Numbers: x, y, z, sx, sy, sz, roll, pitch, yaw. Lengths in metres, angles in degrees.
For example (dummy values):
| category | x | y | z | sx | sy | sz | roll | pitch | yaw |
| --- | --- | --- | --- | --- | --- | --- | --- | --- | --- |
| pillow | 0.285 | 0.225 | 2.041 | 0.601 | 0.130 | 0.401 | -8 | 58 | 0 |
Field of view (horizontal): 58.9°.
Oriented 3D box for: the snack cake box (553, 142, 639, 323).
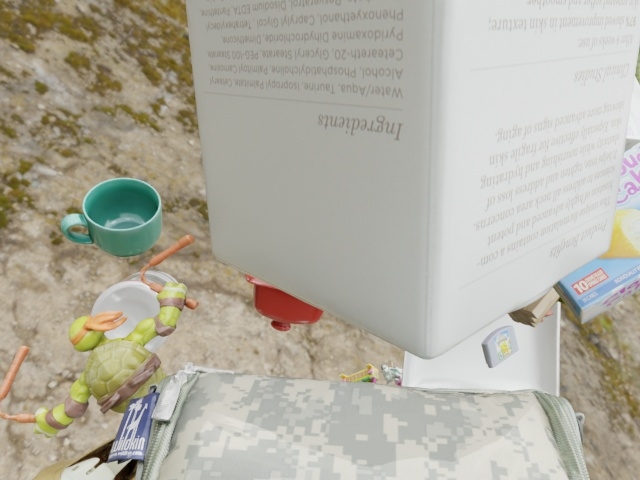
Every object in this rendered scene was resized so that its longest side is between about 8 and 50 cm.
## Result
| category | x | y | z | sx | sy | sz | roll | pitch | yaw |
| --- | --- | --- | --- | --- | --- | --- | --- | --- | --- |
| snack cake box | 0.416 | -0.026 | 0.754 | 0.152 | 0.264 | 0.089 | 61 | 10 | 30 |

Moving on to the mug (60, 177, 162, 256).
| category | x | y | z | sx | sy | sz | roll | pitch | yaw |
| --- | --- | --- | --- | --- | --- | --- | --- | --- | --- |
| mug | -0.365 | -0.036 | 1.019 | 0.158 | 0.097 | 0.129 | 9 | 49 | -4 |

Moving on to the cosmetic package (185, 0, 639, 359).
| category | x | y | z | sx | sy | sz | roll | pitch | yaw |
| --- | --- | --- | --- | --- | --- | --- | --- | --- | --- |
| cosmetic package | 0.090 | -0.161 | 0.574 | 0.329 | 0.393 | 0.327 | -18 | 26 | -39 |

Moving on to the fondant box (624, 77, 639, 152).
| category | x | y | z | sx | sy | sz | roll | pitch | yaw |
| --- | --- | --- | --- | --- | --- | --- | --- | --- | --- |
| fondant box | 0.556 | -0.293 | 1.255 | 0.330 | 0.096 | 0.238 | 4 | 58 | -13 |

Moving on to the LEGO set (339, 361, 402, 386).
| category | x | y | z | sx | sy | sz | roll | pitch | yaw |
| --- | --- | --- | --- | --- | --- | --- | --- | --- | --- |
| LEGO set | 0.098 | 0.426 | 1.498 | 0.132 | 0.287 | 0.107 | 19 | 44 | -27 |

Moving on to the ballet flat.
| category | x | y | z | sx | sy | sz | roll | pitch | yaw |
| --- | --- | --- | --- | --- | --- | --- | --- | --- | --- |
| ballet flat | -0.247 | 0.258 | 0.624 | 0.080 | 0.073 | 0.232 | 52 | 4 | 2 |

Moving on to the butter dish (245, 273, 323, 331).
| category | x | y | z | sx | sy | sz | roll | pitch | yaw |
| --- | --- | --- | --- | --- | --- | --- | --- | --- | --- |
| butter dish | -0.056 | 0.097 | 0.957 | 0.160 | 0.118 | 0.160 | 10 | 14 | -11 |

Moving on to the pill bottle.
| category | x | y | z | sx | sy | sz | roll | pitch | yaw |
| --- | --- | --- | --- | --- | --- | --- | --- | --- | --- |
| pill bottle | -0.395 | 0.152 | 1.267 | 0.161 | 0.161 | 0.283 | 43 | -2 | -7 |

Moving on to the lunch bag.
| category | x | y | z | sx | sy | sz | roll | pitch | yaw |
| --- | --- | --- | --- | --- | --- | --- | --- | --- | --- |
| lunch bag | 0.021 | 0.216 | 0.364 | 0.305 | 0.212 | 0.256 | 2 | 65 | 3 |

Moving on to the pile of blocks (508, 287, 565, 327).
| category | x | y | z | sx | sy | sz | roll | pitch | yaw |
| --- | --- | --- | --- | --- | --- | --- | --- | --- | --- |
| pile of blocks | 0.502 | 0.049 | 1.180 | 0.112 | 0.149 | 0.362 | 47 | 56 | -19 |

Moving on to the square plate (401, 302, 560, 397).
| category | x | y | z | sx | sy | sz | roll | pitch | yaw |
| --- | --- | --- | --- | --- | --- | --- | --- | --- | --- |
| square plate | 0.356 | 0.189 | 1.263 | 0.347 | 0.344 | 0.049 | 4 | -6 | -1 |

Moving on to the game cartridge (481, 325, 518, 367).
| category | x | y | z | sx | sy | sz | roll | pitch | yaw |
| --- | --- | --- | --- | --- | --- | --- | --- | --- | --- |
| game cartridge | 0.326 | 0.189 | 1.026 | 0.083 | 0.017 | 0.056 | -23 | 98 | -32 |

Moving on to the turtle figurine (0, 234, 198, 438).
| category | x | y | z | sx | sy | sz | roll | pitch | yaw |
| --- | --- | --- | --- | --- | --- | --- | --- | --- | --- |
| turtle figurine | -0.184 | 0.142 | 0.604 | 0.217 | 0.269 | 0.087 | 48 | -9 | -14 |
